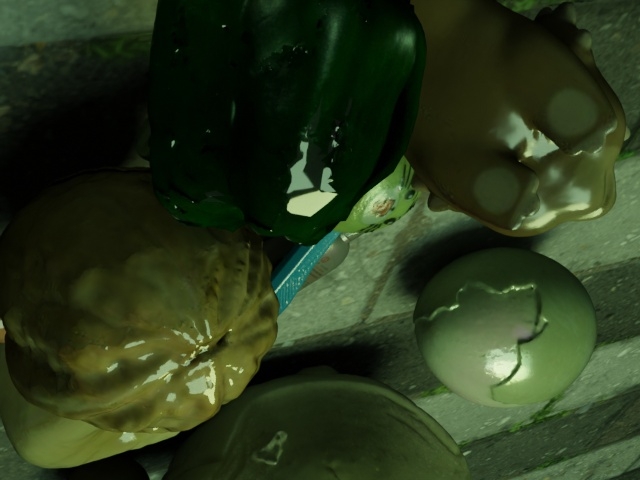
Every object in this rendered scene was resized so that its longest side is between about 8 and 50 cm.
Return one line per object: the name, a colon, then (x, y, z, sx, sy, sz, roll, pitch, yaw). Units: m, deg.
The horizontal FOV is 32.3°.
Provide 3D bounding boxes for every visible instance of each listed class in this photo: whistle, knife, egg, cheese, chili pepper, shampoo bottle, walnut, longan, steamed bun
whistle: (-0.014, -0.064, 0.878, 0.288, 0.106, 0.131, 4, 135, -43)
knife: (-0.001, -0.001, 1.016, 0.044, 0.026, 0.296, 28, 105, -45)
egg: (0.195, 0.095, 1.229, 0.217, 0.183, 0.183, 10, 135, -33)
cheese: (-0.188, 0.124, 1.032, 0.235, 0.117, 0.218, -40, 150, 29)
chili pepper: (-0.014, -0.126, 0.663, 0.174, 0.165, 0.261, 1, 101, -69)
shampoo bottle: (-0.015, 0.011, 1.064, 0.165, 0.040, 0.080, -34, 143, 11)
walnut: (-0.136, 0.043, 0.793, 0.198, 0.245, 0.198, -10, 106, -40)
longan: (-0.245, 0.297, 1.282, 0.106, 0.106, 0.119, -37, 164, 17)
steamed bun: (-0.026, 0.283, 1.306, 0.384, 0.236, 0.247, -4, 154, -24)

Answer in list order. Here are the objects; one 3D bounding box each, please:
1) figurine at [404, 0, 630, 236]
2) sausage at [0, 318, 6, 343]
figurine: (0.112, -0.106, 0.814, 0.173, 0.247, 0.177, -38, 149, -74)
sausage: (-0.320, 0.071, 0.882, 0.304, 0.078, 0.078, -12, 148, -21)
